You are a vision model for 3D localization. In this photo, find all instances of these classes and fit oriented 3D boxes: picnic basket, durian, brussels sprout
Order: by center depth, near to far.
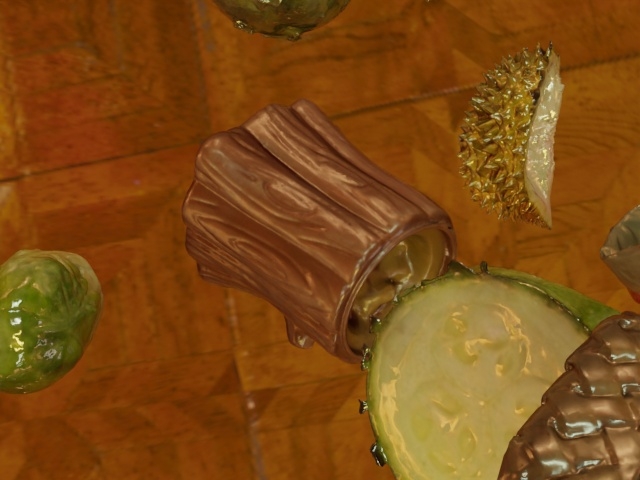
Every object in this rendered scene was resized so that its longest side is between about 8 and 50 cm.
[{"bbox_3d":[0.137,0.123,0.527,0.055,0.193,0.110,9,50,47],"label":"picnic basket"},{"bbox_3d":[-0.330,0.093,1.593,0.144,0.181,0.161,6,106,26],"label":"brussels sprout"},{"bbox_3d":[0.245,-0.142,1.809,0.138,0.183,0.249,19,110,31],"label":"durian"}]

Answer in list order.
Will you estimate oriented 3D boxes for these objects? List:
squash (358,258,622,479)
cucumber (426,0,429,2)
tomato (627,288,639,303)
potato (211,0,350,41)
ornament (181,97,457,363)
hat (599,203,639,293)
[{"bbox_3d":[0.166,0.083,0.883,0.189,0.260,0.189,9,105,37],"label":"squash"},{"bbox_3d":[0.162,-0.359,1.786,0.115,0.116,0.062,-36,104,-7],"label":"cucumber"},{"bbox_3d":[0.423,-0.012,1.641,0.166,0.174,0.082,-23,57,-14],"label":"tomato"},{"bbox_3d":[-0.065,-0.278,1.003,0.141,0.176,0.298,-22,67,-12],"label":"potato"},{"bbox_3d":[0.000,0.000,1.394,0.217,0.235,0.221,37,97,31],"label":"ornament"},{"bbox_3d":[0.365,0.039,1.299,0.144,0.166,0.173,-21,101,52],"label":"hat"}]
